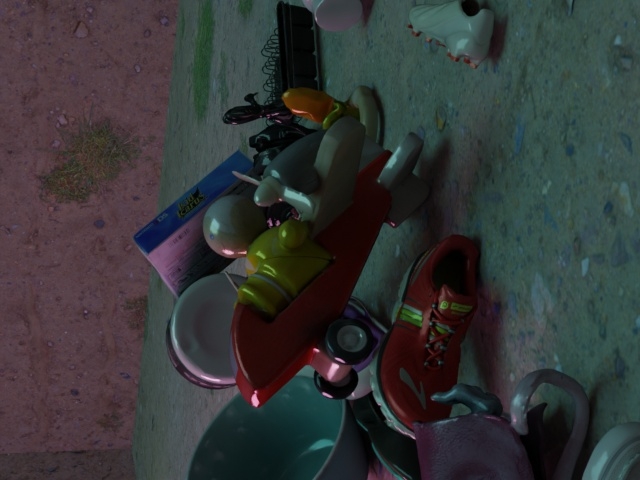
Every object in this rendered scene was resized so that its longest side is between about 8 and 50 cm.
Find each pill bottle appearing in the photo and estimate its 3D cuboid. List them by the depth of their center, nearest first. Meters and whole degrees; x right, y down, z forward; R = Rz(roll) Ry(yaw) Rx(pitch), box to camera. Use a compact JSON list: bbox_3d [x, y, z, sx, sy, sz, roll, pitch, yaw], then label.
[{"bbox_3d":[0.013,-0.440,1.837,0.108,0.108,0.193,111,154,-48],"label":"pill bottle"},{"bbox_3d":[-0.199,0.187,2.168,0.361,0.204,0.204,133,136,-77],"label":"pill bottle"}]

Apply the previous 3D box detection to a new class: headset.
[{"bbox_3d":[-0.082,-0.116,2.001,0.394,0.185,0.243,97,165,-57],"label":"headset"}]

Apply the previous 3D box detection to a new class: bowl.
[{"bbox_3d":[-0.046,0.367,1.773,0.163,0.311,0.311,49,-174,-31],"label":"bowl"}]

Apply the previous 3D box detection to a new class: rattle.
[{"bbox_3d":[0.026,-0.151,1.746,0.130,0.142,0.200,-30,53,49],"label":"rattle"}]

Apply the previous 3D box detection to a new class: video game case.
[{"bbox_3d":[-0.219,-0.023,2.189,0.061,0.269,0.244,45,169,26],"label":"video game case"}]

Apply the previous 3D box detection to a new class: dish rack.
[{"bbox_3d":[-0.070,-0.317,2.157,0.271,0.074,0.208,139,130,-68],"label":"dish rack"}]

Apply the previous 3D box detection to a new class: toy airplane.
[{"bbox_3d":[-0.019,-0.008,1.486,0.384,0.272,0.386,-55,-15,-74],"label":"toy airplane"}]

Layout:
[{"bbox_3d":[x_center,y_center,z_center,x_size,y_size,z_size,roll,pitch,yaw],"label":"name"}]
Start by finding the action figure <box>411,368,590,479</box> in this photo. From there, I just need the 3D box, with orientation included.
[{"bbox_3d":[0.203,0.347,1.155,0.275,0.248,0.370,-27,60,41],"label":"action figure"}]

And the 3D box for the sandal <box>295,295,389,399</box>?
[{"bbox_3d":[0.003,0.138,1.743,0.102,0.169,0.416,56,161,-18],"label":"sandal"}]

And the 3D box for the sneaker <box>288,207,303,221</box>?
[{"bbox_3d":[0.000,0.000,1.882,0.299,0.112,0.121,-55,42,40],"label":"sneaker"}]

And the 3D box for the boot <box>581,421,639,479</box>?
[{"bbox_3d":[0.292,0.296,0.969,0.123,0.095,0.258,-142,46,-61],"label":"boot"}]

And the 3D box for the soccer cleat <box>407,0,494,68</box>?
[{"bbox_3d":[0.170,-0.278,1.412,0.076,0.068,0.196,-67,25,17],"label":"soccer cleat"}]

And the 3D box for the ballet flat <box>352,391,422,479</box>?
[{"bbox_3d":[0.109,0.251,1.537,0.280,0.095,0.096,-141,66,-68],"label":"ballet flat"}]

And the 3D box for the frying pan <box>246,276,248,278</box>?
[{"bbox_3d":[-0.126,0.101,2.370,0.326,0.053,0.197,-119,34,-52],"label":"frying pan"}]

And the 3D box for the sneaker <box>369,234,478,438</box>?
[{"bbox_3d":[0.136,0.106,1.343,0.118,0.107,0.279,128,159,-51],"label":"sneaker"}]

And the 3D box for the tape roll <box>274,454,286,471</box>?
[{"bbox_3d":[-0.095,0.414,2.051,0.321,0.077,0.321,1,-90,-90],"label":"tape roll"}]
